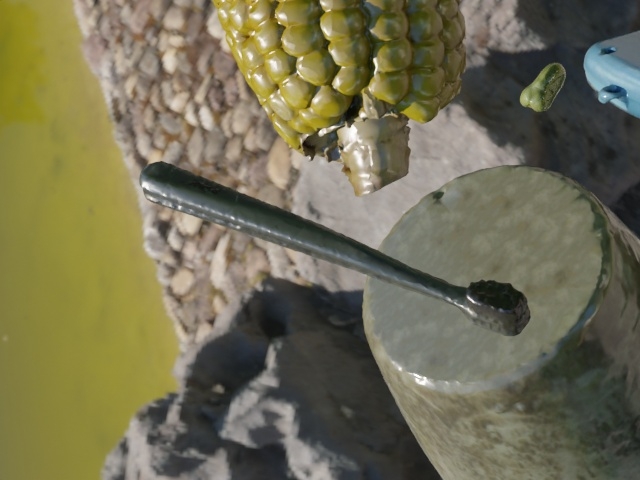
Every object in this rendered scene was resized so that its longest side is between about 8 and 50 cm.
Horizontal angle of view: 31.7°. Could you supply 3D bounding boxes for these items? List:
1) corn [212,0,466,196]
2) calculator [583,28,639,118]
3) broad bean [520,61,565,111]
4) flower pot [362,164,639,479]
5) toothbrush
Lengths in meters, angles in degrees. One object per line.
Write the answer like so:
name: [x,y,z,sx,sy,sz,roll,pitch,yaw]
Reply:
corn: [-0.010,-0.180,0.547,0.119,0.119,0.322,-18,88,30]
calculator: [0.394,-0.175,1.083,0.293,0.051,0.173,-18,32,-16]
broad bean: [0.331,-0.225,1.665,0.045,0.063,0.083,34,77,25]
flower pot: [0.197,0.115,1.004,0.293,0.330,0.294,-19,49,23]
toothbrush: [0.000,0.000,0.761,0.297,0.030,0.030,20,66,21]
